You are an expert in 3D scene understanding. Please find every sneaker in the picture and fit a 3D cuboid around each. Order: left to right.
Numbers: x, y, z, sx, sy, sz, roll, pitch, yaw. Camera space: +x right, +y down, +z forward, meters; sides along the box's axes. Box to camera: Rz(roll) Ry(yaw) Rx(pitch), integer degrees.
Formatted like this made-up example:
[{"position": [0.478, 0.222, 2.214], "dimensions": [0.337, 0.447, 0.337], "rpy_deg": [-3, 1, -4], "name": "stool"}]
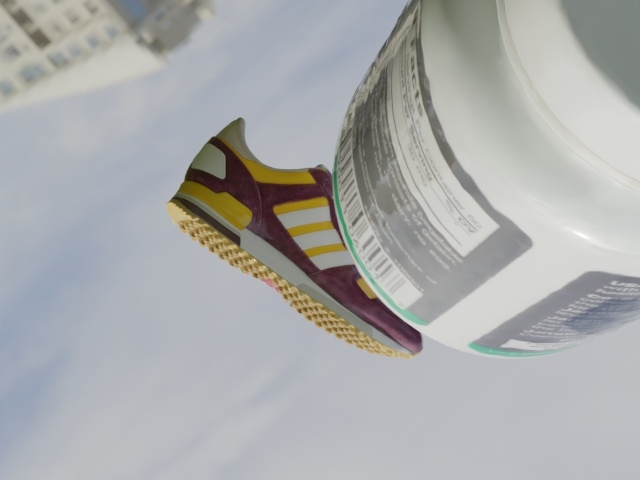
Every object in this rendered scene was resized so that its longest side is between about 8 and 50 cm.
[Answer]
[{"position": [0.000, 0.000, 1.031], "dimensions": [0.084, 0.185, 0.069], "rpy_deg": [-57, -167, -12], "name": "sneaker"}]

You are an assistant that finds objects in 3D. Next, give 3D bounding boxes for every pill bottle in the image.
[{"position": [0.132, -0.068, 0.775], "dimensions": [0.204, 0.204, 0.361], "rpy_deg": [-46, 179, -16], "name": "pill bottle"}]
